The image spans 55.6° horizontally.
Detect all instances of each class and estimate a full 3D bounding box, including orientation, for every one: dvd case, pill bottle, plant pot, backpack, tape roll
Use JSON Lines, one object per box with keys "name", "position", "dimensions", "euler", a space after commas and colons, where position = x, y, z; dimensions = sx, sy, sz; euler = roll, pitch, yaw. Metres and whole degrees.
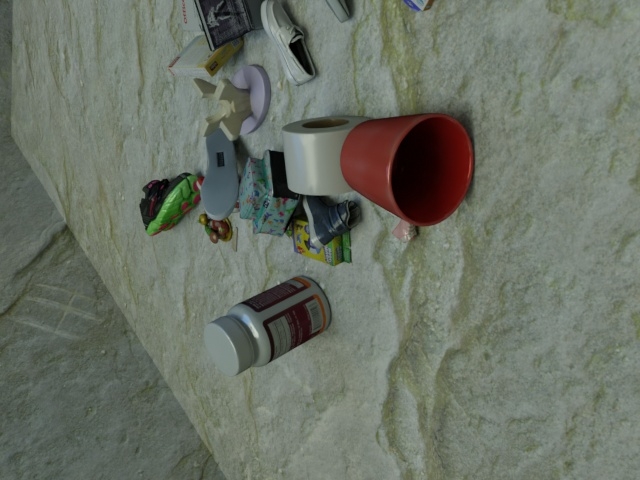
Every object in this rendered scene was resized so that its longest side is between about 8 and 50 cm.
{"name": "dvd case", "position": [-0.285, -0.669, 1.787], "dimensions": [0.221, 0.018, 0.164], "euler": [-6, 106, 47]}
{"name": "pill bottle", "position": [-0.177, 0.287, 2.037], "dimensions": [0.224, 0.392, 0.223], "euler": [25, 125, 40]}
{"name": "plant pot", "position": [0.195, -0.191, 1.498], "dimensions": [0.243, 0.275, 0.274], "euler": [25, 126, 52]}
{"name": "backpack", "position": [-0.166, -0.139, 1.962], "dimensions": [0.253, 0.191, 0.225], "euler": [107, 159, -46]}
{"name": "tape roll", "position": [0.021, -0.239, 1.667], "dimensions": [0.246, 0.246, 0.169], "euler": [15, 120, 44]}

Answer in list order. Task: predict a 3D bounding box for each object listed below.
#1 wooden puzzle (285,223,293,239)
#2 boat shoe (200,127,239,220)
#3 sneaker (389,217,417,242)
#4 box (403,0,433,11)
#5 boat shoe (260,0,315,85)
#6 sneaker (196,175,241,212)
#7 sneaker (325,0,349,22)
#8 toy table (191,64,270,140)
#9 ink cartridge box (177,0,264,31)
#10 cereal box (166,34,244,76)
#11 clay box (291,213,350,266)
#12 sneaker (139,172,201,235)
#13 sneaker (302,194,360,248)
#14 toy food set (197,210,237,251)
{"name": "wooden puzzle", "position": [-0.109, -0.046, 2.095], "dimensions": [0.116, 0.014, 0.078], "euler": [47, 137, 23]}
{"name": "boat shoe", "position": [-0.345, -0.203, 2.114], "dimensions": [0.156, 0.136, 0.366], "euler": [86, 176, -60]}
{"name": "sneaker", "position": [0.246, -0.043, 1.665], "dimensions": [0.070, 0.051, 0.134], "euler": [50, 142, 17]}
{"name": "box", "position": [0.242, -0.601, 1.406], "dimensions": [0.081, 0.028, 0.136], "euler": [51, 141, 18]}
{"name": "boat shoe", "position": [-0.084, -0.580, 1.749], "dimensions": [0.084, 0.095, 0.258], "euler": [-11, 111, 46]}
{"name": "sneaker", "position": [-0.365, -0.211, 2.267], "dimensions": [0.221, 0.087, 0.128], "euler": [34, 124, 18]}
{"name": "sneaker", "position": [0.027, -0.692, 1.553], "dimensions": [0.258, 0.091, 0.094], "euler": [62, -173, -23]}
{"name": "toy table", "position": [-0.293, -0.447, 1.989], "dimensions": [0.252, 0.161, 0.274], "euler": [47, 138, 23]}
{"name": "ink cartridge box", "position": [-0.319, -0.763, 1.887], "dimensions": [0.289, 0.122, 0.211], "euler": [20, 123, 41]}
{"name": "cereal box", "position": [-0.384, -0.611, 2.005], "dimensions": [0.240, 0.173, 0.047], "euler": [16, 152, 45]}
{"name": "clay box", "position": [0.000, 0.000, 1.963], "dimensions": [0.222, 0.053, 0.127], "euler": [19, 122, 44]}
{"name": "sneaker", "position": [-0.655, -0.170, 2.522], "dimensions": [0.483, 0.185, 0.202], "euler": [-30, 89, 50]}
{"name": "sneaker", "position": [0.035, -0.100, 1.855], "dimensions": [0.163, 0.086, 0.226], "euler": [-32, 51, 23]}
{"name": "toy food set", "position": [-0.418, -0.050, 2.399], "dimensions": [0.218, 0.071, 0.128], "euler": [41, 135, 28]}
